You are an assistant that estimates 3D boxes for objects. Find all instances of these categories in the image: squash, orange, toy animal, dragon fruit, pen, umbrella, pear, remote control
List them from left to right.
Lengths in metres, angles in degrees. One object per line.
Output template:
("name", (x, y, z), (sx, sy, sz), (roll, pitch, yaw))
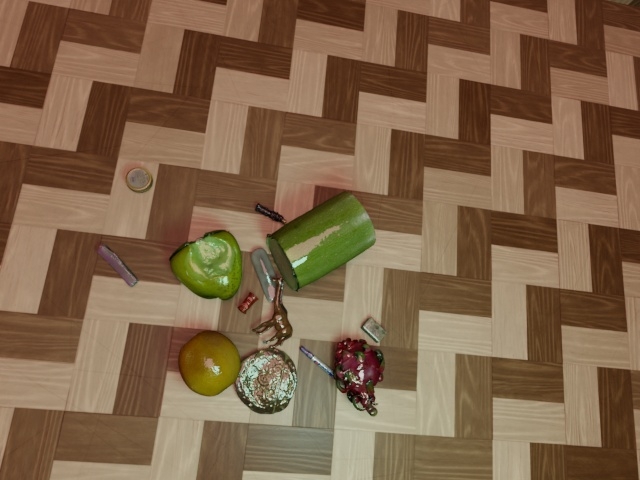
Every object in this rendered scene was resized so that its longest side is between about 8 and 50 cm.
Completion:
("orange", (-0.406, 0.450, 1.672), (0.236, 0.236, 0.236), (2, 76, -9))
("pear", (-0.425, 0.115, 1.780), (0.293, 0.159, 0.292), (2, 79, -11))
("remote control", (-0.220, 0.137, 1.864), (0.073, 0.044, 0.229), (-20, 81, -16))
("umbrella", (-0.208, -0.112, 1.929), (0.144, 0.037, 0.040), (28, 95, -1))
("toy animal", (-0.178, 0.288, 1.817), (0.230, 0.066, 0.224), (-43, 87, -6))
("pen", (-0.001, 0.495, 1.825), (0.204, 0.025, 0.025), (39, 74, 1))
("squash", (0.000, 0.000, 1.824), (0.384, 0.263, 0.263), (-30, 83, -14))
("dragon fruit", (0.143, 0.520, 1.768), (0.198, 0.218, 0.272), (4, 77, 38))

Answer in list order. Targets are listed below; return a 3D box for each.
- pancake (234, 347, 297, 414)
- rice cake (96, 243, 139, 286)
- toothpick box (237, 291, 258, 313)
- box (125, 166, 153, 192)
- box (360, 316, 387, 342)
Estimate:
("pancake", (-0.211, 0.544, 1.769), (0.250, 0.031, 0.250), (2, 79, -10))
("rice cake", (-0.794, 0.097, 1.783), (0.047, 0.036, 0.206), (-42, 87, -11))
("toothpick box", (-0.291, 0.252, 1.823), (0.047, 0.047, 0.083), (39, 74, 1))
("box", (-0.745, -0.249, 1.873), (0.106, 0.037, 0.105), (2, 77, -8))
("box", (0.220, 0.370, 1.881), (0.098, 0.045, 0.062), (41, 73, 3))
